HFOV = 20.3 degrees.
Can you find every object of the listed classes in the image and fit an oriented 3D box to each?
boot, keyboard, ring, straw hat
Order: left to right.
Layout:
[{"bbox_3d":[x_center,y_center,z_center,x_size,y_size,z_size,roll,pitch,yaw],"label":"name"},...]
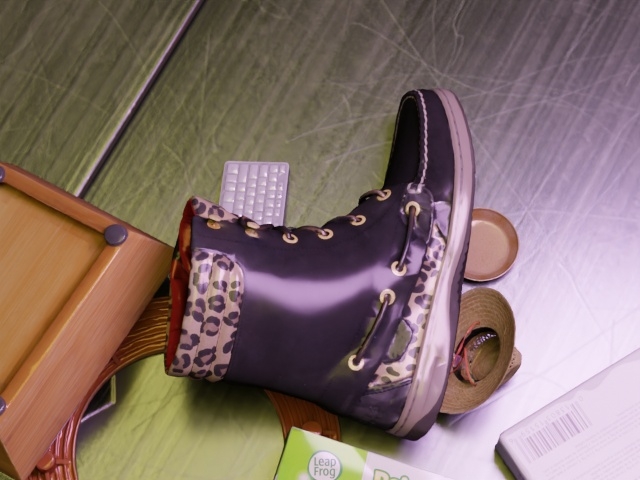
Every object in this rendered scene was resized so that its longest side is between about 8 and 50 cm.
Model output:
[{"bbox_3d":[-0.147,0.215,1.845,0.336,0.032,0.336,-1,70,2],"label":"ring"},{"bbox_3d":[-0.081,0.026,1.896,0.072,0.014,0.256,5,61,3],"label":"keyboard"},{"bbox_3d":[0.000,0.000,1.827,0.284,0.138,0.377,11,75,-12],"label":"boot"},{"bbox_3d":[0.171,0.122,1.845,0.061,0.144,0.144,23,67,-34],"label":"straw hat"}]

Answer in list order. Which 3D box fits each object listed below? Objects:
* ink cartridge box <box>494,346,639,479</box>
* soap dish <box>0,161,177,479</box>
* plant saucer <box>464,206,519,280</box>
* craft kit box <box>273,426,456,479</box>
[{"bbox_3d":[0.355,0.230,1.809,0.275,0.060,0.239,-30,74,-9],"label":"ink cartridge box"},{"bbox_3d":[-0.318,0.070,1.837,0.229,0.118,0.291,27,72,22],"label":"soap dish"},{"bbox_3d":[0.171,0.006,1.915,0.083,0.015,0.083,-1,70,2],"label":"plant saucer"},{"bbox_3d":[0.049,0.339,1.768,0.250,0.061,0.247,18,70,0],"label":"craft kit box"}]
